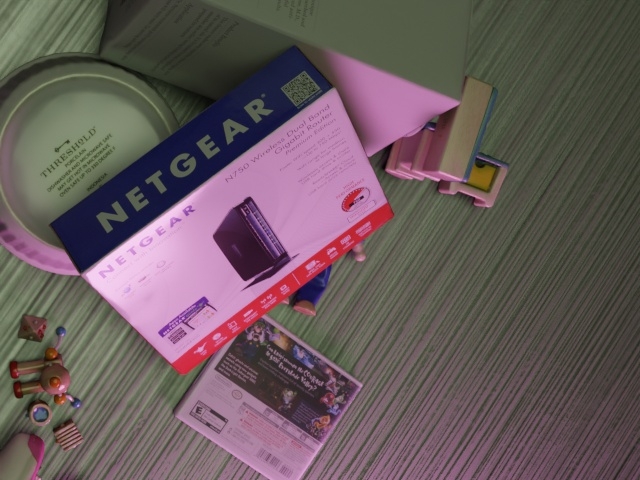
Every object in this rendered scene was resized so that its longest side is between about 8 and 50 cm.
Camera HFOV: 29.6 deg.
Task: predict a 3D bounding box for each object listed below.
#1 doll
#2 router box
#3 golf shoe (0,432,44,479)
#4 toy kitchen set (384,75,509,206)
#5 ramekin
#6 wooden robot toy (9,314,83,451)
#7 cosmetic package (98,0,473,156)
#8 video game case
[{"bbox_3d":[0.000,0.000,1.571,0.129,0.046,0.189,23,80,-9],"label":"doll"},{"bbox_3d":[-0.099,-0.022,1.401,0.335,0.301,0.082,-37,59,-3],"label":"router box"},{"bbox_3d":[-0.450,0.338,1.419,0.140,0.115,0.306,40,81,-12],"label":"golf shoe"},{"bbox_3d":[0.198,-0.119,1.542,0.166,0.207,0.122,19,89,-18],"label":"toy kitchen set"},{"bbox_3d":[-0.280,-0.089,1.435,0.272,0.127,0.273,-1,94,-18],"label":"ramekin"},{"bbox_3d":[-0.330,0.176,1.461,0.076,0.079,0.173,-13,97,-17],"label":"wooden robot toy"},{"bbox_3d":[-0.037,-0.250,1.422,0.385,0.217,0.156,17,68,-27],"label":"cosmetic package"},{"bbox_3d":[-0.066,0.205,1.577,0.190,0.022,0.173,37,83,-15],"label":"video game case"}]
